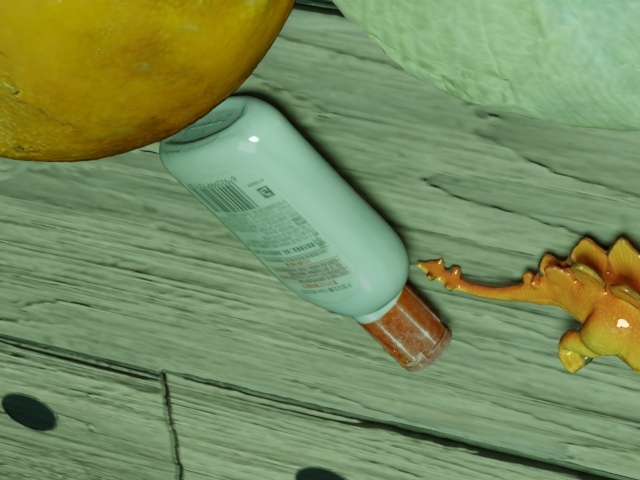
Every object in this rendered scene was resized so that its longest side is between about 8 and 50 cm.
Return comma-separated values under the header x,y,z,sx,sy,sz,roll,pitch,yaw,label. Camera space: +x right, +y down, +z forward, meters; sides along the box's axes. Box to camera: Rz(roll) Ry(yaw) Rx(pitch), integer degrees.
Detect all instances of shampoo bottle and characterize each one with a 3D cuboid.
x,y,z,sx,sy,sz,roll,pitch,yaw,label
0.000,0.000,1.116,0.221,0.051,0.108,45,148,-26,shampoo bottle

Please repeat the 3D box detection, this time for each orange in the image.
x,y,z,sx,sy,sz,roll,pitch,yaw,label
-0.143,-0.165,0.843,0.284,0.226,0.284,17,149,10,orange

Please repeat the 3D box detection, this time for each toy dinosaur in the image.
x,y,z,sx,sy,sz,roll,pitch,yaw,label
0.189,0.051,1.068,0.288,0.070,0.117,28,155,16,toy dinosaur

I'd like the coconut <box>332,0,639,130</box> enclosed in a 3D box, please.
x,y,z,sx,sy,sz,roll,pitch,yaw,label
0.110,-0.216,0.554,0.405,0.404,0.404,14,141,11,coconut
